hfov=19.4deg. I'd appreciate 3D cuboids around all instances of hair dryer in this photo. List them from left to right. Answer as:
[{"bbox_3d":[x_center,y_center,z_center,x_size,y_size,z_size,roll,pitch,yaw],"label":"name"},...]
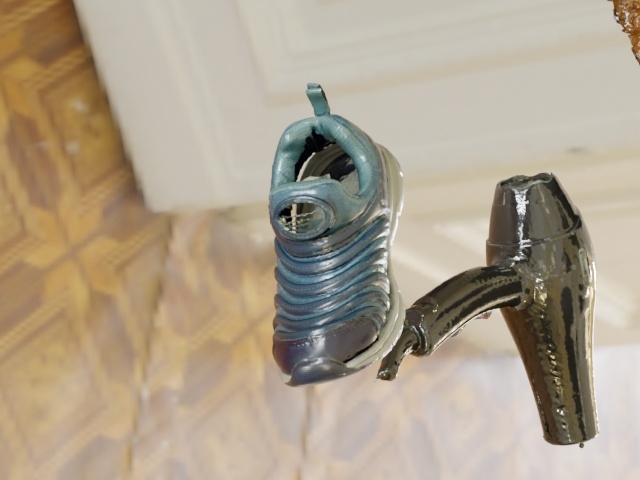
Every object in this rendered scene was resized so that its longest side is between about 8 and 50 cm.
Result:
[{"bbox_3d":[0.126,0.083,1.503,0.272,0.091,0.235,-19,103,-40],"label":"hair dryer"}]

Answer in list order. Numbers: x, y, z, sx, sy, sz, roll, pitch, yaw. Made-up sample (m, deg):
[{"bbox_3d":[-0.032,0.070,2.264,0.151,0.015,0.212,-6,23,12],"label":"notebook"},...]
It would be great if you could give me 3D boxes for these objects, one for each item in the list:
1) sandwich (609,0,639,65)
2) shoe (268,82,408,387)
[{"bbox_3d":[0.316,-0.181,1.556,0.159,0.079,0.235,-4,64,-54],"label":"sandwich"},{"bbox_3d":[0.000,0.000,1.204,0.106,0.092,0.207,52,33,-47],"label":"shoe"}]
